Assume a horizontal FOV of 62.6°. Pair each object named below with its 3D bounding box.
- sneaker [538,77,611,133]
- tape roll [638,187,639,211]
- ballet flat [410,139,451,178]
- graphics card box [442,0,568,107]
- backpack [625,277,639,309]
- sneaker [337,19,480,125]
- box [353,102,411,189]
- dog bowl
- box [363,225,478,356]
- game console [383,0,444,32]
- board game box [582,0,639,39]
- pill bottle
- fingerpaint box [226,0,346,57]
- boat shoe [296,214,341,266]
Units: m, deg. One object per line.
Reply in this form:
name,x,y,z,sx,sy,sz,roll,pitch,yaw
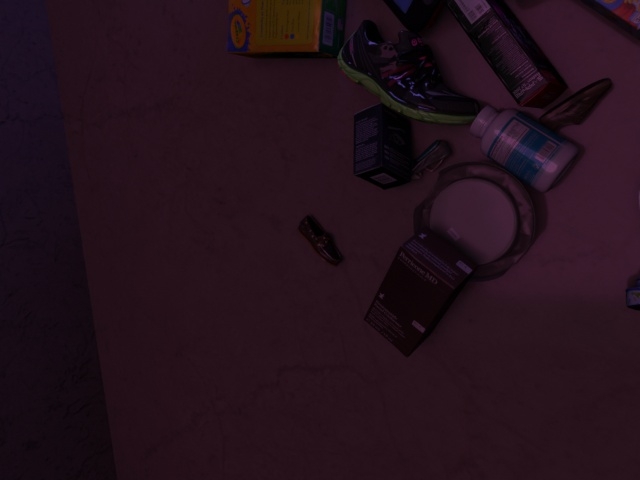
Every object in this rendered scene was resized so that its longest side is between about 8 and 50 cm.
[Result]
sneaker,0.668,-0.342,1.363,0.188,0.066,0.071,-32,98,38
tape roll,0.904,-0.102,1.226,0.286,0.100,0.286,7,103,31
ballet flat,0.303,-0.224,1.606,0.068,0.072,0.213,44,126,-17
graphics card box,0.469,-0.511,1.346,0.094,0.233,0.370,-40,76,35
backpack,0.830,0.136,1.318,0.114,0.105,0.084,-9,72,34
sneaker,0.255,-0.484,1.517,0.483,0.185,0.202,38,120,20
box,0.186,-0.278,1.573,0.108,0.153,0.207,-14,67,41
dog bowl,0.446,-0.057,1.523,0.349,0.102,0.348,6,102,32
box,0.285,0.162,1.564,0.191,0.143,0.381,40,139,20
game console,0.240,-0.814,1.441,0.386,0.060,0.342,56,153,14
board game box,0.689,-0.622,1.239,0.275,0.144,0.142,45,118,16
pill bottle,0.533,-0.255,1.405,0.264,0.146,0.146,41,118,20
fingerpaint box,-0.106,-0.824,1.693,0.371,0.163,0.444,11,104,30
boat shoe,0.000,0.000,1.831,0.207,0.073,0.073,45,121,17
